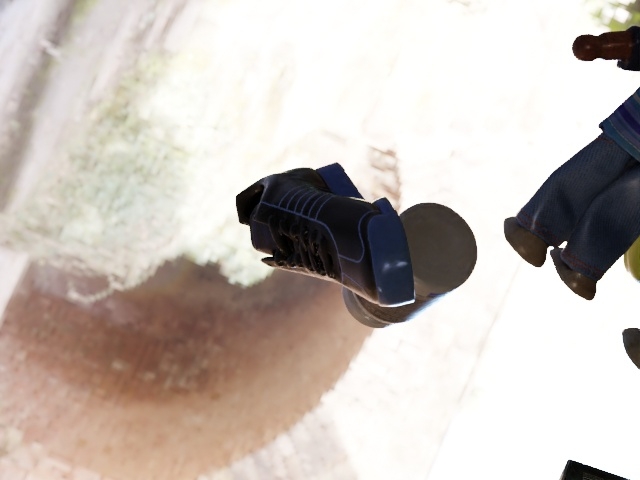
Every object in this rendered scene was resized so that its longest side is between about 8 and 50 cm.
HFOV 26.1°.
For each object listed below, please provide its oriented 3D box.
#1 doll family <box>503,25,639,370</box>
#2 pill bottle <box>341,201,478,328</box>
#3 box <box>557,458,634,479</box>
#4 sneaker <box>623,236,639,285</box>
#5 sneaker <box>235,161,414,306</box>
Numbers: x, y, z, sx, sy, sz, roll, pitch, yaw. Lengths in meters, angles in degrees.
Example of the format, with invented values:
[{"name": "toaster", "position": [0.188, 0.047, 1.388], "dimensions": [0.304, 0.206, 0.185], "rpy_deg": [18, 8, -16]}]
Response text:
[{"name": "doll family", "position": [0.148, -0.004, 0.430], "dimensions": [0.111, 0.193, 0.076], "rpy_deg": [-48, -141, 23]}, {"name": "pill bottle", "position": [0.071, 0.026, 1.166], "dimensions": [0.078, 0.078, 0.137], "rpy_deg": [-68, -170, -26]}, {"name": "box", "position": [0.260, 0.265, 1.027], "dimensions": [0.051, 0.220, 0.175], "rpy_deg": [-66, 171, -45]}, {"name": "sneaker", "position": [0.240, 0.015, 0.662], "dimensions": [0.124, 0.295, 0.109], "rpy_deg": [15, -106, 42]}, {"name": "sneaker", "position": [0.000, 0.000, 1.043], "dimensions": [0.232, 0.091, 0.081], "rpy_deg": [-135, -147, -68]}]
